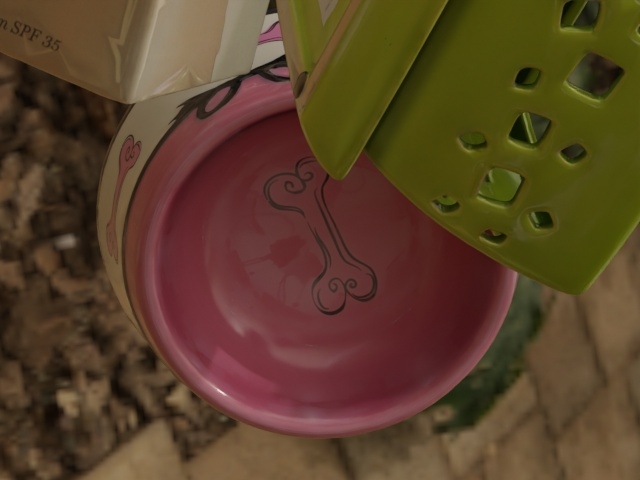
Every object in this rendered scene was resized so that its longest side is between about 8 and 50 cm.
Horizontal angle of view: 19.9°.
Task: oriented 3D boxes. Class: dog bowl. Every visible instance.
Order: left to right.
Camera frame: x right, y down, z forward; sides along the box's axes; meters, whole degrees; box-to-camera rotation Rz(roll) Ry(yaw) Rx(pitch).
[{"bbox_3d":[0.000,0.000,1.657,0.408,0.408,0.150,63,4,-22],"label":"dog bowl"}]

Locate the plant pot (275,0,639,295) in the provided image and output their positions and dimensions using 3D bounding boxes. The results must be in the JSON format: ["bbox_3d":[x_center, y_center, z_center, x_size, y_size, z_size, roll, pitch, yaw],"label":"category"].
[{"bbox_3d":[0.102,-0.139,1.083,0.207,0.228,0.227,19,31,-19],"label":"plant pot"}]

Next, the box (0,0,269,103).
[{"bbox_3d":[-0.076,-0.234,0.805,0.121,0.148,0.311,-26,135,-61],"label":"box"}]
